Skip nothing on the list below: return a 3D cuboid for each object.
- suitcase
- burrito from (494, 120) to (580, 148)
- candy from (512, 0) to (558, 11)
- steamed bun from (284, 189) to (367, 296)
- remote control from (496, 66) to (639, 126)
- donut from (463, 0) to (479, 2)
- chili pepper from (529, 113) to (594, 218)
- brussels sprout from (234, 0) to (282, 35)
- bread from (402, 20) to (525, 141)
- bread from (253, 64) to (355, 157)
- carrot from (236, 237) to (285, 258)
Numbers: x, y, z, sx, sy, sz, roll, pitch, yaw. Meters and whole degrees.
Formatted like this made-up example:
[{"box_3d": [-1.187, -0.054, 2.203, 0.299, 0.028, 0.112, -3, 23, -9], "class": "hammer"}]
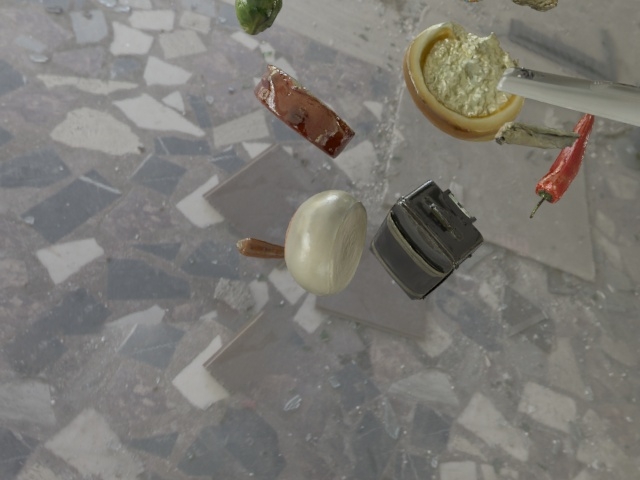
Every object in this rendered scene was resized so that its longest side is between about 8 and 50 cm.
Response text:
[{"box_3d": [0.309, 0.010, 1.717, 0.194, 0.434, 0.283, -35, 77, -21], "class": "suitcase"}, {"box_3d": [0.432, -0.205, 1.089, 0.171, 0.051, 0.042, 8, 63, -9], "class": "burrito"}, {"box_3d": [0.540, -0.621, 1.376, 0.110, 0.085, 0.095, 3, 17, -20], "class": "candy"}, {"box_3d": [0.000, 0.000, 1.189, 0.145, 0.232, 0.232, 16, 53, 21], "class": "steamed bun"}, {"box_3d": [0.475, -0.259, 0.963, 0.313, 0.055, 0.109, 19, 36, 15], "class": "remote control"}, {"box_3d": [0.412, -0.728, 1.536, 0.166, 0.065, 0.108, 36, 75, 18], "class": "donut"}, {"box_3d": [0.534, -0.161, 1.207, 0.063, 0.071, 0.272, 31, 84, 11], "class": "chili pepper"}, {"box_3d": [-0.217, -0.798, 1.882, 0.144, 0.180, 0.161, 39, 31, -1], "class": "brussels sprout"}, {"box_3d": [0.478, -0.529, 1.850, 0.424, 0.329, 0.245, 44, 15, 8], "class": "bread"}, {"box_3d": [-0.042, -0.364, 1.578, 0.295, 0.328, 0.114, 43, 99, 15], "class": "bread"}, {"box_3d": [-0.109, 0.027, 1.388, 0.216, 0.048, 0.048, 9, 59, -32], "class": "carrot"}]
